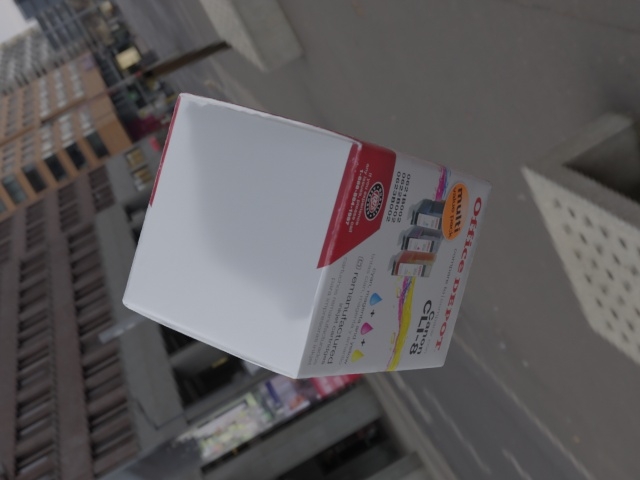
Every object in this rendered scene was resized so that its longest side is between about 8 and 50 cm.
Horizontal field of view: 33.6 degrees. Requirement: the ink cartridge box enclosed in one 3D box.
[{"bbox_3d":[0.000,0.000,0.626,0.127,0.128,0.176,18,-174,31],"label":"ink cartridge box"}]
